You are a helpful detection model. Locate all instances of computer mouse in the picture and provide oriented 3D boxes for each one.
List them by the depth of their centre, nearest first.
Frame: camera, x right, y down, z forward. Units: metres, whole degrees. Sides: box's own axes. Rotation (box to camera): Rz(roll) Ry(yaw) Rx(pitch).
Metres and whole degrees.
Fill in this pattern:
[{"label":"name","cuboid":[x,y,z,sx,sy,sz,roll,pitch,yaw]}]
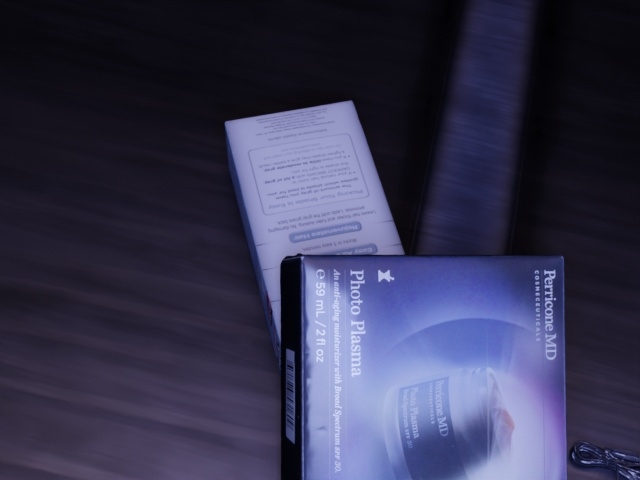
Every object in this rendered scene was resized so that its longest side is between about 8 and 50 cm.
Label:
[{"label":"computer mouse","cuboid":[0.346,0.333,1.287,0.106,0.042,0.193,12,51,0]}]

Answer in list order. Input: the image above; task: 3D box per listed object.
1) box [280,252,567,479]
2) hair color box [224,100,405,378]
[{"label":"box","cuboid":[0.110,0.161,1.221,0.294,0.183,0.296,0,88,-10]},{"label":"hair color box","cuboid":[0.000,0.000,1.447,0.185,0.113,0.374,-11,57,-9]}]
